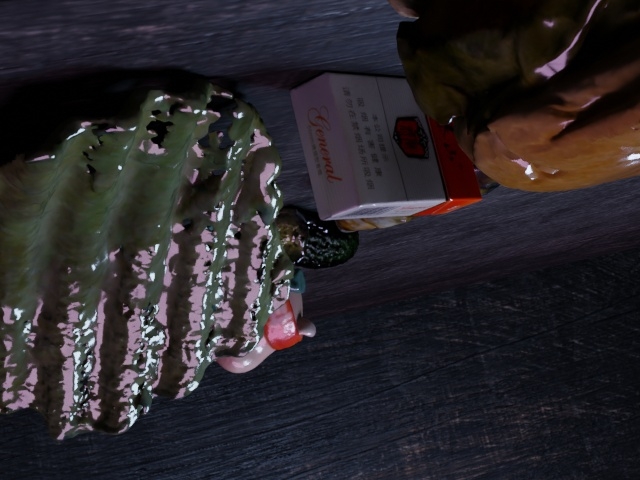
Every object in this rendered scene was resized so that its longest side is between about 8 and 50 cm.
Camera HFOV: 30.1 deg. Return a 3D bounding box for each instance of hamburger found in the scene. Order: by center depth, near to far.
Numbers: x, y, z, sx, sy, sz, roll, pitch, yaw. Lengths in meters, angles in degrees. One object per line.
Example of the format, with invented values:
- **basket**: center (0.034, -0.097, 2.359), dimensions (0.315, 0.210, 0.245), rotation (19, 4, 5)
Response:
- **hamburger**: center (0.138, -0.110, 0.543), dimensions (0.208, 0.162, 0.330), rotation (-14, 177, -11)

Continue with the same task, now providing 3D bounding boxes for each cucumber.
- **cucumber**: center (0.000, 0.003, 1.426), dimensions (0.067, 0.067, 0.245), rotation (-17, 170, 19)

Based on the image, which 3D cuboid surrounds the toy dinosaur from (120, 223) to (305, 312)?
- **toy dinosaur**: center (-0.218, 0.033, 1.194), dimensions (0.330, 0.129, 0.383), rotation (-10, 173, 29)

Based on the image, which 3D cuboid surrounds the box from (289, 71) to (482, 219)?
- **box**: center (0.052, -0.069, 0.887), dimensions (0.048, 0.100, 0.152), rotation (-18, 171, 43)

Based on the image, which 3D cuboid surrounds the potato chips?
- **potato chips**: center (-0.198, 0.027, 0.876), dimensions (0.373, 0.097, 0.389), rotation (-16, 148, 2)

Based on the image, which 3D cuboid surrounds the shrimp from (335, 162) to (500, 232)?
- **shrimp**: center (0.163, -0.081, 1.164), dimensions (0.233, 0.071, 0.365), rotation (-19, 177, -42)

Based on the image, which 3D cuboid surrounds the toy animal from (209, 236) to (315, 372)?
- **toy animal**: center (-0.105, 0.078, 1.452), dimensions (0.197, 0.171, 0.171), rotation (-18, 171, 43)

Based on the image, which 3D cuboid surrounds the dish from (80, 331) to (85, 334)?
- **dish**: center (-0.324, 0.066, 1.228), dimensions (0.229, 0.081, 0.229), rotation (-4, 175, 0)
